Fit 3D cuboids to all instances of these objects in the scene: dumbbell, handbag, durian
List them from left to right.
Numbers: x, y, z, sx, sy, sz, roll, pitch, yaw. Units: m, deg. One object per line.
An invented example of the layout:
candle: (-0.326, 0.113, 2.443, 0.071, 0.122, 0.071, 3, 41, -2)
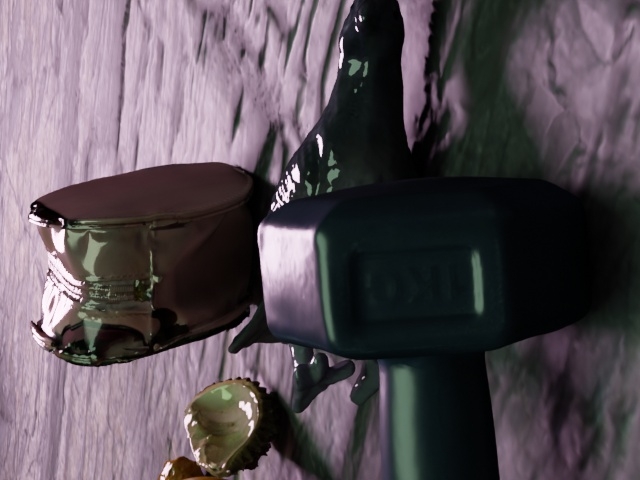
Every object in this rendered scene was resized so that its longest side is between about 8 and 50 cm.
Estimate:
handbag: (-0.137, 0.015, 1.052, 0.205, 0.179, 0.116, -158, 58, -65)
durian: (-0.065, 0.138, 1.042, 0.130, 0.066, 0.052, -122, 43, -63)
dumbbell: (0.058, 0.128, 0.662, 0.143, 0.156, 0.316, -3, 93, 37)

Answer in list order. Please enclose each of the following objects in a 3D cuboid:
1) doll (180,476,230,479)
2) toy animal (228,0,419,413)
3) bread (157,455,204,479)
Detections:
doll: (-0.058, 0.259, 0.943, 0.269, 0.162, 0.167, -136, 25, -71)
toy animal: (0.008, 0.013, 0.822, 0.206, 0.081, 0.367, -100, 19, -44)
bread: (-0.108, 0.261, 1.193, 0.052, 0.044, 0.157, 108, 149, -53)
